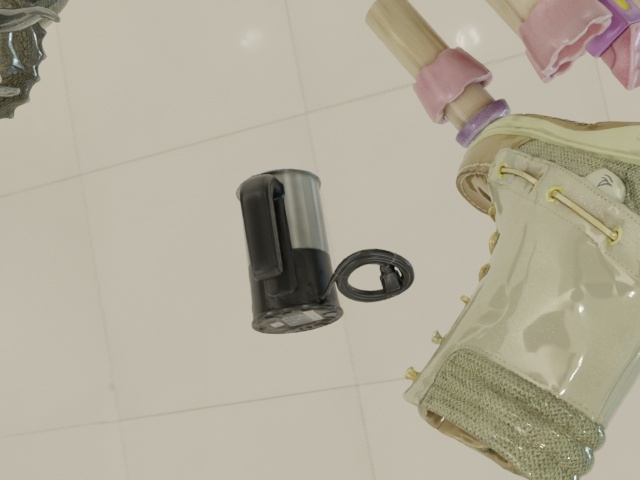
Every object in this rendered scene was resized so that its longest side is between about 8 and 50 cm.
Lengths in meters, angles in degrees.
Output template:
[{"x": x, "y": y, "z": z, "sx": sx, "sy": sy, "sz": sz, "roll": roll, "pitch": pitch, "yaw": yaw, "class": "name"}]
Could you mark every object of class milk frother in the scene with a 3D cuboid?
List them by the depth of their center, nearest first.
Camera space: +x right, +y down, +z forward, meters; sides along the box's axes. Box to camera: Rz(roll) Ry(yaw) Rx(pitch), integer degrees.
[{"x": 0.000, "y": 0.000, "z": 0.661, "sx": 0.143, "sy": 0.129, "sz": 0.135, "roll": -8, "pitch": 70, "yaw": -5, "class": "milk frother"}]

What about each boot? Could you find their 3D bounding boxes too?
[{"x": 0.098, "y": 0.022, "z": 0.375, "sx": 0.077, "sy": 0.213, "sz": 0.165, "roll": 35, "pitch": 87, "yaw": -18, "class": "boot"}]

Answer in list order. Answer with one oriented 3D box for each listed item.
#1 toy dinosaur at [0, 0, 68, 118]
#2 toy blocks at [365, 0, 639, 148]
[{"x": -0.215, "y": -0.161, "z": 0.434, "sx": 0.160, "sy": 0.314, "sz": 0.121, "roll": 23, "pitch": 122, "yaw": -17, "class": "toy dinosaur"}, {"x": 0.256, "y": -0.214, "z": 0.629, "sx": 0.260, "sy": 0.288, "sz": 0.309, "roll": 53, "pitch": 136, "yaw": 13, "class": "toy blocks"}]
